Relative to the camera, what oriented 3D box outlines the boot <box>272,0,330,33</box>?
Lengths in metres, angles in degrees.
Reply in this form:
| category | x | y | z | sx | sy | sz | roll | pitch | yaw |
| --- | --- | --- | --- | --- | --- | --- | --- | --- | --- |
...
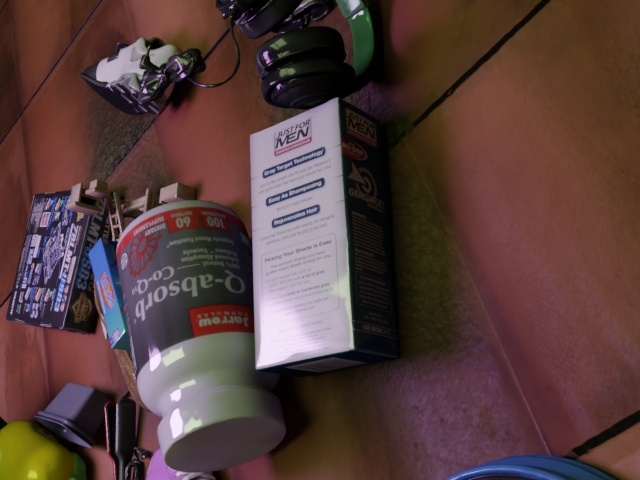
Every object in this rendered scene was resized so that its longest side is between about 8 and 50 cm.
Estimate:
| category | x | y | z | sx | sy | sz | roll | pitch | yaw |
| --- | --- | --- | --- | --- | --- | --- | --- | --- | --- |
| boot | -0.079 | -0.427 | 1.451 | 0.246 | 0.083 | 0.161 | -6 | 78 | 48 |

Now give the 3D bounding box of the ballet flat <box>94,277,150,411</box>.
| category | x | y | z | sx | sy | sz | roll | pitch | yaw |
| --- | --- | --- | --- | --- | --- | --- | --- | --- | --- |
| ballet flat | -0.333 | 0.165 | 1.513 | 0.342 | 0.116 | 0.124 | 55 | 137 | 38 |

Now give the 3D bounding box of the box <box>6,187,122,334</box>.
| category | x | y | z | sx | sy | sz | roll | pitch | yaw |
| --- | --- | --- | --- | --- | --- | --- | --- | --- | --- |
| box | -0.547 | 0.041 | 1.801 | 0.293 | 0.073 | 0.295 | -1 | 75 | 47 |

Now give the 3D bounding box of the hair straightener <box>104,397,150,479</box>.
| category | x | y | z | sx | sy | sz | roll | pitch | yaw |
| --- | --- | --- | --- | --- | --- | --- | --- | --- | --- |
| hair straightener | -0.334 | 0.384 | 1.463 | 0.089 | 0.047 | 0.230 | -25 | 59 | 41 |

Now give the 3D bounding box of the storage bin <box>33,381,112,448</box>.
| category | x | y | z | sx | sy | sz | roll | pitch | yaw |
| --- | --- | --- | --- | --- | --- | --- | --- | --- | --- |
| storage bin | -0.450 | 0.324 | 1.590 | 0.135 | 0.098 | 0.091 | 0 | 49 | 48 |

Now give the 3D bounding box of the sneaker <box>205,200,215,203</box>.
| category | x | y | z | sx | sy | sz | roll | pitch | yaw |
| --- | --- | --- | --- | --- | --- | --- | --- | --- | --- |
| sneaker | -0.208 | -0.038 | 1.446 | 0.089 | 0.170 | 0.051 | -17 | 100 | 7 |

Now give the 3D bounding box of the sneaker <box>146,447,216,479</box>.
| category | x | y | z | sx | sy | sz | roll | pitch | yaw |
| --- | --- | --- | --- | --- | --- | --- | --- | --- | --- |
| sneaker | -0.185 | 0.374 | 1.267 | 0.282 | 0.102 | 0.161 | -5 | 70 | 47 |

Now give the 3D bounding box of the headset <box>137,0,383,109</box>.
| category | x | y | z | sx | sy | sz | roll | pitch | yaw |
| --- | --- | --- | --- | --- | --- | --- | --- | --- | --- |
| headset | -0.071 | -0.280 | 1.170 | 0.185 | 0.394 | 0.243 | -21 | 100 | 42 |

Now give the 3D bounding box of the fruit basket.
| category | x | y | z | sx | sy | sz | roll | pitch | yaw |
| --- | --- | --- | --- | --- | --- | --- | --- | --- | --- |
| fruit basket | -0.628 | 0.405 | 1.611 | 0.392 | 0.392 | 0.283 | -44 | 44 | 28 |

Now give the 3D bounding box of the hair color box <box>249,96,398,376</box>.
| category | x | y | z | sx | sy | sz | roll | pitch | yaw |
| --- | --- | --- | --- | --- | --- | --- | --- | --- | --- |
| hair color box | 0.000 | 0.000 | 1.170 | 0.174 | 0.105 | 0.347 | -17 | 67 | 36 |

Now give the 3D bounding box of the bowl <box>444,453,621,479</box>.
| category | x | y | z | sx | sy | sz | roll | pitch | yaw |
| --- | --- | --- | --- | --- | --- | --- | --- | --- | --- |
| bowl | 0.204 | 0.411 | 0.843 | 0.391 | 0.077 | 0.391 | -18 | 64 | 43 |

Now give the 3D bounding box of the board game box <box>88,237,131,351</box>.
| category | x | y | z | sx | sy | sz | roll | pitch | yaw |
| --- | --- | --- | --- | --- | --- | --- | --- | --- | --- |
| board game box | -0.292 | 0.100 | 1.433 | 0.047 | 0.160 | 0.210 | -48 | 47 | 25 |

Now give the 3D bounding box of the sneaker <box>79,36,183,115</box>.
| category | x | y | z | sx | sy | sz | roll | pitch | yaw |
| --- | --- | --- | --- | --- | --- | --- | --- | --- | --- |
| sneaker | -0.371 | -0.341 | 1.727 | 0.330 | 0.122 | 0.146 | 17 | 71 | 50 |

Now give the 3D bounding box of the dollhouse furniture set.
| category | x | y | z | sx | sy | sz | roll | pitch | yaw |
| --- | --- | --- | --- | --- | --- | --- | --- | --- | --- |
| dollhouse furniture set | -0.348 | -0.050 | 1.545 | 0.182 | 0.161 | 0.101 | -14 | 67 | 45 |

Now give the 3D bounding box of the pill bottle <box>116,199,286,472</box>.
| category | x | y | z | sx | sy | sz | roll | pitch | yaw |
| --- | --- | --- | --- | --- | --- | --- | --- | --- | --- |
| pill bottle | -0.174 | 0.137 | 1.253 | 0.210 | 0.210 | 0.363 | -42 | 50 | 30 |
